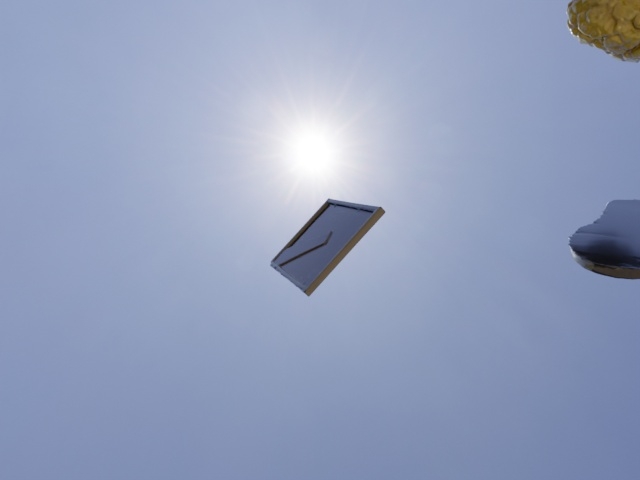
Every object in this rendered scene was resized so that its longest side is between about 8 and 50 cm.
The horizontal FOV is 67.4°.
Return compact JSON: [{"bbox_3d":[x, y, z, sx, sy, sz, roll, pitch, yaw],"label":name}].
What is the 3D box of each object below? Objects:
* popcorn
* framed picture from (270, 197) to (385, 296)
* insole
[{"bbox_3d":[0.652,-0.498,1.018,0.200,0.226,0.203,22,-73,-20],"label":"popcorn"},{"bbox_3d":[0.000,0.000,0.992,0.016,0.289,0.213,45,-98,-19],"label":"framed picture"},{"bbox_3d":[0.322,-0.011,0.488,0.110,0.309,0.012,6,-73,32],"label":"insole"}]
